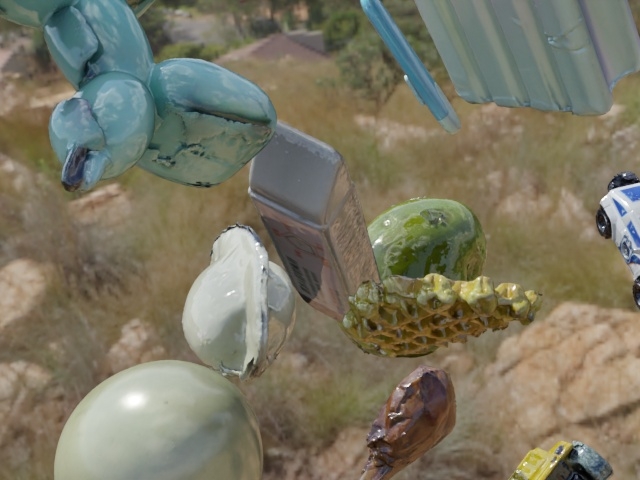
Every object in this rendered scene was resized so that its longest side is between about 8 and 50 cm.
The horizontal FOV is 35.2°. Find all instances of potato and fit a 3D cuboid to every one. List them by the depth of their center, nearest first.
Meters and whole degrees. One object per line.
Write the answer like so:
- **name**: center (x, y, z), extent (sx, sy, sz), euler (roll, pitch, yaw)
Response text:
- **potato**: center (0.125, 0.050, 1.366), extent (0.253, 0.186, 0.148), euler (-40, 17, -23)

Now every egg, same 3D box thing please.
- **egg**: center (-0.172, 0.240, 1.086), extent (0.219, 0.219, 0.269), euler (-28, -2, -31)

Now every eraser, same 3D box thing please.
- **eraser**: center (0.000, 0.000, 0.997), extent (0.089, 0.352, 0.061), euler (27, 73, 19)

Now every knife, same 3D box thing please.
- **knife**: center (0.115, -0.226, 1.302), extent (0.031, 0.222, 0.064), euler (-30, 19, 21)

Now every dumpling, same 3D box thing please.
- **dumpling**: center (-0.092, 0.066, 1.219), extent (0.142, 0.172, 0.247), euler (-3, 18, -21)

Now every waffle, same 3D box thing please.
- **waffle**: center (0.110, 0.072, 0.925), extent (0.192, 0.160, 0.046), euler (-4, 66, 22)

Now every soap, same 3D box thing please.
- **soap**: center (0.158, -0.248, 0.881), extent (0.173, 0.289, 0.095), euler (15, 57, 46)

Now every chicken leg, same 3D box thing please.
- **chicken leg**: center (0.098, 0.314, 1.448), extent (0.113, 0.304, 0.093), euler (25, 11, -41)

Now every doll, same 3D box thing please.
- **doll**: center (-0.103, -0.088, 0.384), extent (0.059, 0.159, 0.159), euler (-37, -10, 30)

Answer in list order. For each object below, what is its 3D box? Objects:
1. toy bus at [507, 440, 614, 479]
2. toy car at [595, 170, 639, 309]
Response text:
- **toy bus**: center (0.309, 0.346, 1.130), extent (0.121, 0.335, 0.123), euler (-49, 28, -11)
- **toy car**: center (0.372, -0.004, 1.130), extent (0.080, 0.070, 0.170), euler (-12, 57, -7)
